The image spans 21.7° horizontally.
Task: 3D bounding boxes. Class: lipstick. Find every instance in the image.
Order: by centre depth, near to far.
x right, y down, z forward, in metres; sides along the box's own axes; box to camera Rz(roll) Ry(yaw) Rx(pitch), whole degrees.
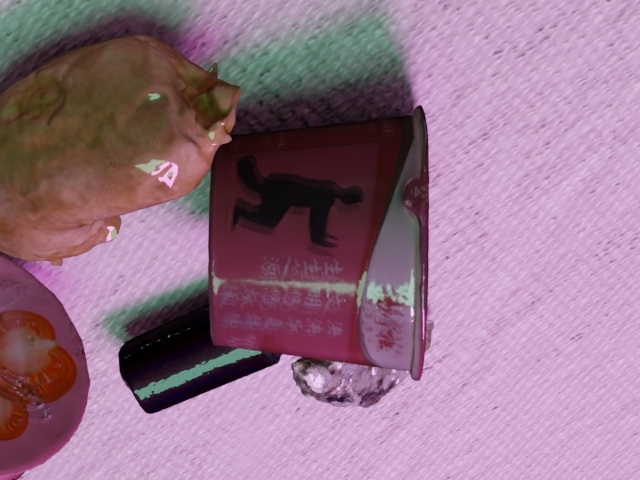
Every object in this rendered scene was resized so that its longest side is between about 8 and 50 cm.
[{"bbox_3d":[-0.046,0.074,1.560,0.300,0.081,0.081,-25,135,8],"label":"lipstick"}]

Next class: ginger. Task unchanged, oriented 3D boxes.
[{"bbox_3d":[-0.185,-0.076,1.339,0.267,0.138,0.152,-27,150,33],"label":"ginger"}]

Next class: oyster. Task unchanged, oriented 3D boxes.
[{"bbox_3d":[0.038,0.119,1.614,0.177,0.064,0.125,-17,148,-29],"label":"oyster"}]

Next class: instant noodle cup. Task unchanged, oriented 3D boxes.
[{"bbox_3d":[0.000,0.000,1.405,0.178,0.234,0.234,1,136,1],"label":"instant noodle cup"},{"bbox_3d":[-0.358,0.159,1.481,0.243,0.243,0.231,15,137,-25],"label":"instant noodle cup"}]
